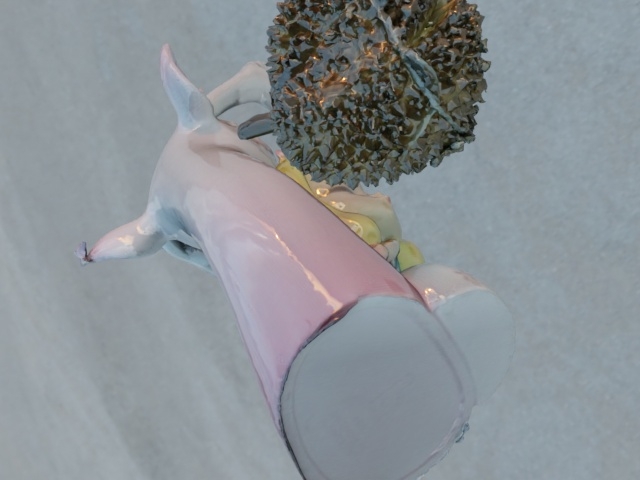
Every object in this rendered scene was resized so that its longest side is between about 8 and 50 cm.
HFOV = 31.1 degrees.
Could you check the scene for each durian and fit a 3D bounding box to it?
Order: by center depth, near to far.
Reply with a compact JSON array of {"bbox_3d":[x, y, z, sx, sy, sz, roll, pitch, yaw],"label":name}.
[{"bbox_3d":[0.013,-0.057,0.384,0.080,0.091,0.080,-21,-90,-85],"label":"durian"}]

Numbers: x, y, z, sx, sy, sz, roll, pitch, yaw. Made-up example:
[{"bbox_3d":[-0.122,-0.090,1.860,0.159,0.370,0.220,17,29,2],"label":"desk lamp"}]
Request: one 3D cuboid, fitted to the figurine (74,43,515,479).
[{"bbox_3d":[-0.011,0.010,0.739,0.206,0.284,0.315,-54,50,21],"label":"figurine"}]
